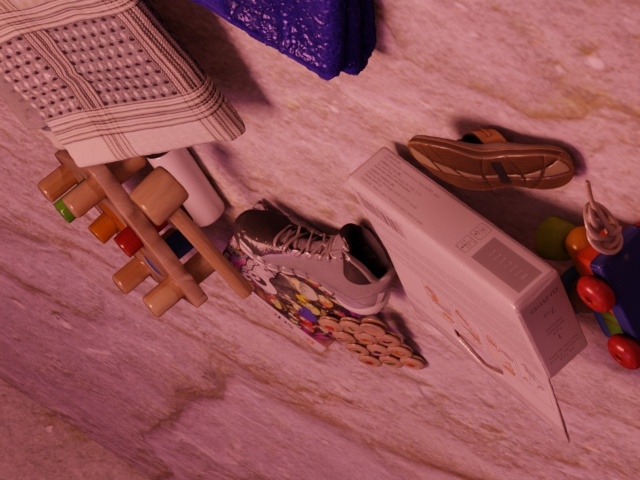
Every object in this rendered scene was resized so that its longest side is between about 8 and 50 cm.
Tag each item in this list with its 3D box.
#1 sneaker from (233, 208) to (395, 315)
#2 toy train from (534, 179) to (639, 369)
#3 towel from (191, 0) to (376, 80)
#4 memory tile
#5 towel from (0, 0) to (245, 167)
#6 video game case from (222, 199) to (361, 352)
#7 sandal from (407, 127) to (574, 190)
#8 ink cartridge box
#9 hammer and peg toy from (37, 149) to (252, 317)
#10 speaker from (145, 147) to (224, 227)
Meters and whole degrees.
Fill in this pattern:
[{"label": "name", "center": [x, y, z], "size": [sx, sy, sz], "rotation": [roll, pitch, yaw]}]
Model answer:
[{"label": "sneaker", "center": [0.000, 0.000, 1.792], "size": [0.229, 0.086, 0.132], "rotation": [27, 150, 3]}, {"label": "toy train", "center": [0.271, 0.008, 1.402], "size": [0.143, 0.105, 0.248], "rotation": [29, 157, 54]}, {"label": "towel", "center": [-0.088, -0.294, 1.403], "size": [0.308, 0.076, 0.227], "rotation": [29, 154, 22]}, {"label": "memory tile", "center": [0.073, 0.145, 1.943], "size": [0.113, 0.012, 0.148], "rotation": [0, 150, 37]}, {"label": "towel", "center": [-0.294, -0.211, 1.653], "size": [0.324, 0.056, 0.312], "rotation": [-3, 140, 38]}, {"label": "video game case", "center": [-0.040, 0.056, 1.975], "size": [0.210, 0.042, 0.232], "rotation": [38, 156, -1]}, {"label": "sandal", "center": [0.177, -0.089, 1.423], "size": [0.180, 0.049, 0.072], "rotation": [4, 146, 30]}, {"label": "ink cartridge box", "center": [0.175, 0.057, 1.549], "size": [0.296, 0.066, 0.261], "rotation": [41, 167, 43]}, {"label": "hammer and peg toy", "center": [-0.253, -0.009, 1.946], "size": [0.266, 0.127, 0.361], "rotation": [54, 167, -21]}, {"label": "speaker", "center": [-0.188, -0.084, 1.928], "size": [0.055, 0.055, 0.136], "rotation": [13, 145, 44]}]
